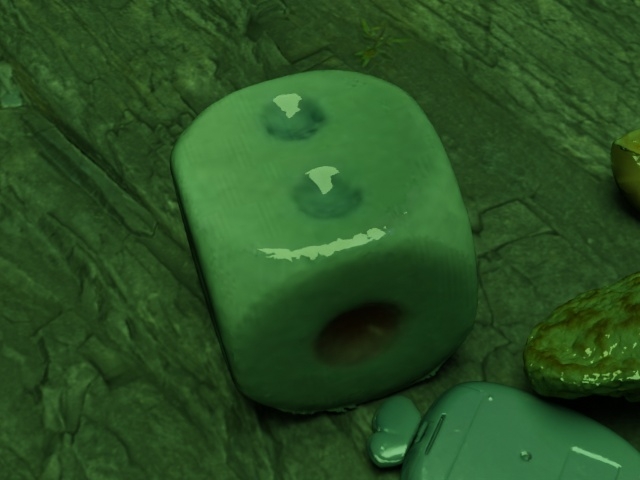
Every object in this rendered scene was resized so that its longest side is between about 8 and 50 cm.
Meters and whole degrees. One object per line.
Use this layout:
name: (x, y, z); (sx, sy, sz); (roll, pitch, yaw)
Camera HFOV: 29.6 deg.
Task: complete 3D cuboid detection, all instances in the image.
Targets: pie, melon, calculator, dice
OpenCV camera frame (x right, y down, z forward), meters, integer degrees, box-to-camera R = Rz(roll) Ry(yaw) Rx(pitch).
pie: (0.334, 0.102, 1.240); (0.248, 0.090, 0.201); (-11, 25, 16)
melon: (0.422, -0.075, 1.415); (0.160, 0.079, 0.128); (20, 38, 22)
calculator: (0.188, 0.232, 1.206); (0.302, 0.042, 0.188); (19, 56, 16)
dice: (0.000, 0.000, 1.270); (0.264, 0.268, 0.262); (-17, 51, -7)
